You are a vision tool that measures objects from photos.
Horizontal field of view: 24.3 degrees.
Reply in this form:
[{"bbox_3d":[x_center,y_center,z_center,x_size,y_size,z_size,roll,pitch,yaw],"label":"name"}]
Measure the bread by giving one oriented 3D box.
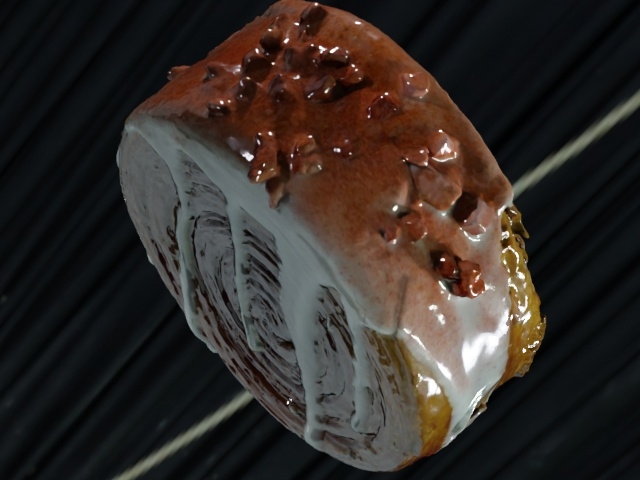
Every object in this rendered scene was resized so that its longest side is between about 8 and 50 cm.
[{"bbox_3d":[0.000,0.000,0.502,0.073,0.160,0.160,-36,77,-22],"label":"bread"}]
